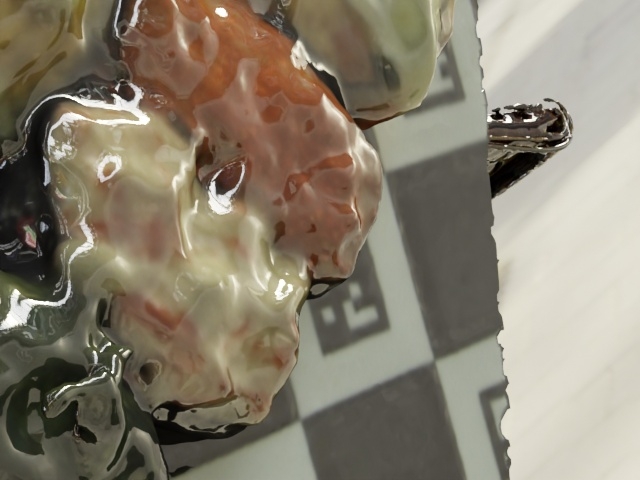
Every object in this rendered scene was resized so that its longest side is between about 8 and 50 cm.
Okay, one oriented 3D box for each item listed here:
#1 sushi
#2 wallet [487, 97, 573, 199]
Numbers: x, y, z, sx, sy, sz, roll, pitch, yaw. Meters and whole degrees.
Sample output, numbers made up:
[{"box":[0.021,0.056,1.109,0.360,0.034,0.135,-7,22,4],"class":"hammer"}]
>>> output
[{"box":[-0.043,-0.022,0.512,0.339,0.320,0.069,2,-8,-43],"class":"sushi"},{"box":[0.000,0.000,0.930,0.133,0.039,0.243,-1,-23,-38],"class":"wallet"}]
